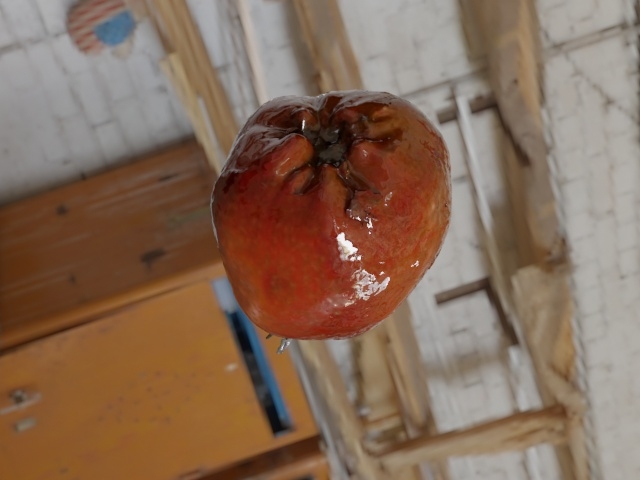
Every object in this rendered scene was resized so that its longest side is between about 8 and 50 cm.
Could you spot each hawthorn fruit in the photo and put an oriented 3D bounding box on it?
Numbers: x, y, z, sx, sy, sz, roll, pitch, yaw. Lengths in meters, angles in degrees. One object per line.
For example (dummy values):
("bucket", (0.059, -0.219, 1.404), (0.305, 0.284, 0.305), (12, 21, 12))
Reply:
("hawthorn fruit", (0.000, 0.000, 1.209), (0.299, 0.211, 0.211), (104, -24, -43))
